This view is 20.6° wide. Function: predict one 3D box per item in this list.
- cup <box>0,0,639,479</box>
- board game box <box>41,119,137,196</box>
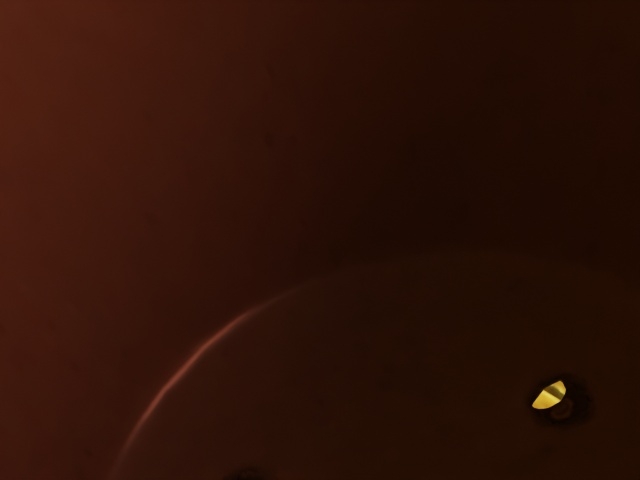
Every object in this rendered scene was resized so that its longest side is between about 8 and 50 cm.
[{"bbox_3d":[0.000,0.000,0.336,0.237,0.331,0.331,72,32,-46],"label":"cup"},{"bbox_3d":[-0.028,-0.052,0.545,0.141,0.048,0.170,38,47,-33],"label":"board game box"}]
